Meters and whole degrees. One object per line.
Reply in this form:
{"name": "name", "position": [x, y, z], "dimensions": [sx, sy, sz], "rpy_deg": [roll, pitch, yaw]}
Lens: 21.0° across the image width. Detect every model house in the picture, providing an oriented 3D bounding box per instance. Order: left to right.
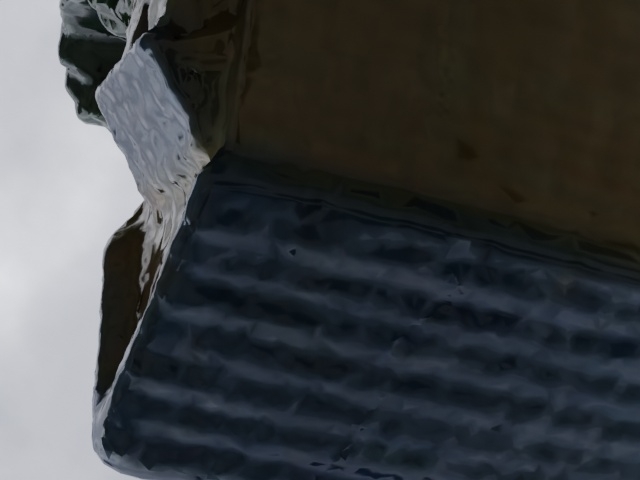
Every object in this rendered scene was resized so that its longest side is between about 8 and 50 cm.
{"name": "model house", "position": [0.000, 0.000, 0.954], "dimensions": [0.334, 0.382, 0.343], "rpy_deg": [13, -101, -17]}
